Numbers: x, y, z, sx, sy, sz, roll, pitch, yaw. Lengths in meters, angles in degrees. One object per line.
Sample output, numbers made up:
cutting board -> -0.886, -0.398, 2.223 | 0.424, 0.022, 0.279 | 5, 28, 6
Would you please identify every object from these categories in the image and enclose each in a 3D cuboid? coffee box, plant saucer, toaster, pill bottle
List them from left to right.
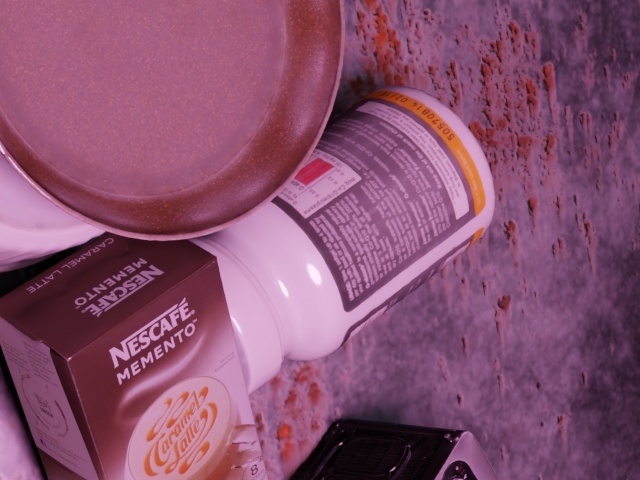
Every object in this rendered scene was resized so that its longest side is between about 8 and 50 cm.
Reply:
coffee box -> -0.136, 0.126, 1.088 | 0.141, 0.098, 0.247 | -36, 133, -30
plant saucer -> -0.118, -0.156, 1.009 | 0.310, 0.050, 0.311 | -2, 94, -37
pill bottle -> 0.000, 0.000, 1.189 | 0.278, 0.162, 0.162 | -35, 112, -30
toaster -> 0.045, 0.246, 1.237 | 0.168, 0.185, 0.110 | -53, 123, -31

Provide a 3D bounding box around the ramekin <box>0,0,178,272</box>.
ramekin -> -0.225, -0.110, 1.041 | 0.272, 0.127, 0.273 | -1, 92, -36
